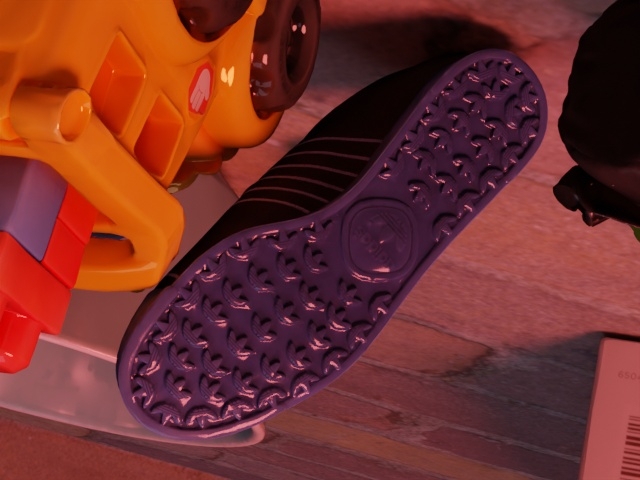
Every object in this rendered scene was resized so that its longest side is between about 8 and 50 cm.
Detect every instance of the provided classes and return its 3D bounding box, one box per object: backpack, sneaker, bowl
[{"bbox_3d":[0.194,-0.035,0.492,0.182,0.115,0.152,21,173,-43],"label":"backpack"},{"bbox_3d":[0.000,0.000,0.604,0.081,0.232,0.090,54,165,-12],"label":"sneaker"},{"bbox_3d":[-0.168,0.011,0.846,0.312,0.163,0.311,12,163,4],"label":"bowl"}]

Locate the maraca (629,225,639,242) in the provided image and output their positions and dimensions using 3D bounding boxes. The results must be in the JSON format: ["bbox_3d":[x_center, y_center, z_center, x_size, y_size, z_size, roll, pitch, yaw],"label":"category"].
[{"bbox_3d":[0.213,0.010,0.669,0.186,0.099,0.127,34,168,29],"label":"maraca"}]

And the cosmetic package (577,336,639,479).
[{"bbox_3d":[0.314,0.260,1.141,0.161,0.230,0.453,7,162,18],"label":"cosmetic package"}]

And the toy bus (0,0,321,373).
[{"bbox_3d":[-0.100,-0.048,0.530,0.149,0.211,0.220,7,163,16],"label":"toy bus"}]
